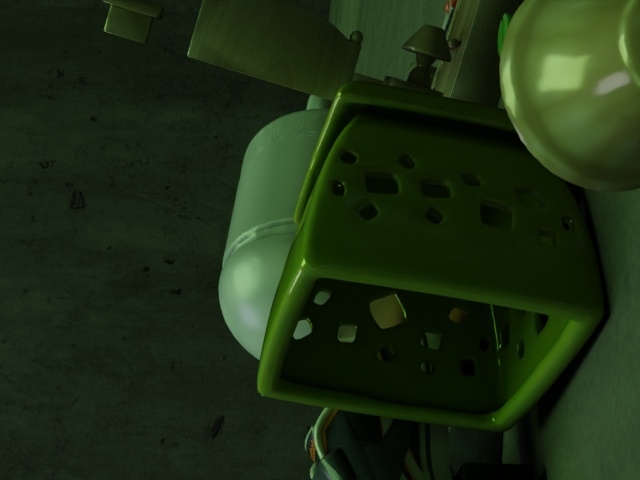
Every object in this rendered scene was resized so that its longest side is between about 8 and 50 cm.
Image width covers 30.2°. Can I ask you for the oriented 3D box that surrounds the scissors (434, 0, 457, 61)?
[{"bbox_3d":[0.162,-0.288,1.453,0.297,0.021,0.109,100,170,-54],"label":"scissors"}]

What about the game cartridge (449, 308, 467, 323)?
[{"bbox_3d":[0.119,0.053,1.282,0.285,0.053,0.323,-90,11,-68],"label":"game cartridge"}]

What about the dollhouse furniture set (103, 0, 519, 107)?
[{"bbox_3d":[0.000,-0.225,1.117,0.303,0.356,0.173,-121,48,-80],"label":"dollhouse furniture set"}]

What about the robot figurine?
[{"bbox_3d":[0.000,0.000,1.288,0.300,0.200,0.353,-46,27,43],"label":"robot figurine"}]

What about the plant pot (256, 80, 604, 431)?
[{"bbox_3d":[0.082,0.008,0.962,0.227,0.228,0.207,110,168,-56],"label":"plant pot"}]

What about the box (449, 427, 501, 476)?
[{"bbox_3d":[0.139,0.258,1.274,0.231,0.056,0.183,-122,36,-83],"label":"box"}]

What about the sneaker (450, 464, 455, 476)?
[{"bbox_3d":[0.115,0.322,1.118,0.085,0.086,0.237,61,-169,-83],"label":"sneaker"}]

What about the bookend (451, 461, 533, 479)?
[{"bbox_3d":[0.152,0.240,0.957,0.156,0.072,0.157,100,172,-57],"label":"bookend"}]

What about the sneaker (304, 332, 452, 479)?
[{"bbox_3d":[0.051,0.223,1.024,0.126,0.127,0.321,100,171,-51],"label":"sneaker"}]

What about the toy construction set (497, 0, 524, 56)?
[{"bbox_3d":[0.091,-0.340,0.925,0.257,0.237,0.308,-92,6,-49],"label":"toy construction set"}]

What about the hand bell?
[{"bbox_3d":[0.188,-0.101,0.542,0.242,0.126,0.126,159,113,-74],"label":"hand bell"}]
